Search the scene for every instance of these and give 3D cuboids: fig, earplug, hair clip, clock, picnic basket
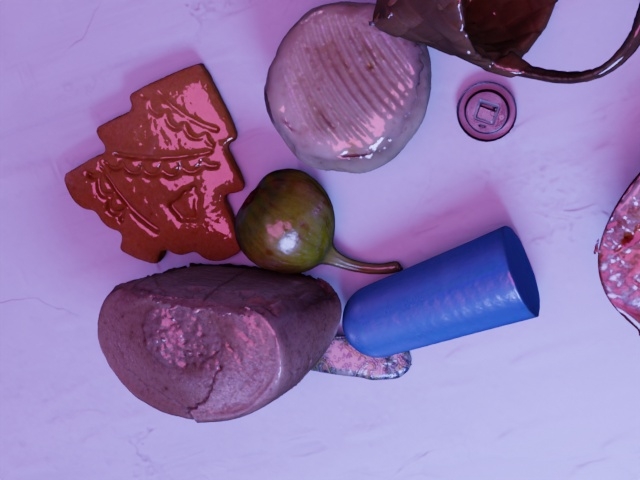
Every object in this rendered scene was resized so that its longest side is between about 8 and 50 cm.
[{"bbox_3d":[0.000,0.000,1.983,0.245,0.149,0.149,30,109,-16],"label":"fig"},{"bbox_3d":[0.156,0.086,1.951,0.273,0.132,0.132,-20,98,20],"label":"earplug"},{"bbox_3d":[0.020,0.168,2.046,0.229,0.036,0.066,2,98,12],"label":"hair clip"},{"bbox_3d":[0.229,-0.178,1.922,0.085,0.017,0.085,3,104,12],"label":"clock"},{"bbox_3d":[0.268,-0.338,1.698,0.337,0.337,0.293,14,108,9],"label":"picnic basket"}]

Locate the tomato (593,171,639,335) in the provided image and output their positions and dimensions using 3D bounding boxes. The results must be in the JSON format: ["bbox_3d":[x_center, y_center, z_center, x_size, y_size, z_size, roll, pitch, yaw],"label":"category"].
[{"bbox_3d":[0.529,-0.003,1.833,0.338,0.143,0.338,2,106,8],"label":"tomato"}]

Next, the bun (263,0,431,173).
[{"bbox_3d":[0.040,-0.203,1.891,0.239,0.141,0.239,-3,80,18],"label":"bun"}]

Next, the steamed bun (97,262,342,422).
[{"bbox_3d":[-0.138,0.148,1.960,0.301,0.251,0.199,7,102,23],"label":"steamed bun"}]

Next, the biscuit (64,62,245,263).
[{"bbox_3d":[-0.223,-0.113,2.026,0.284,0.043,0.306,20,107,7],"label":"biscuit"}]
